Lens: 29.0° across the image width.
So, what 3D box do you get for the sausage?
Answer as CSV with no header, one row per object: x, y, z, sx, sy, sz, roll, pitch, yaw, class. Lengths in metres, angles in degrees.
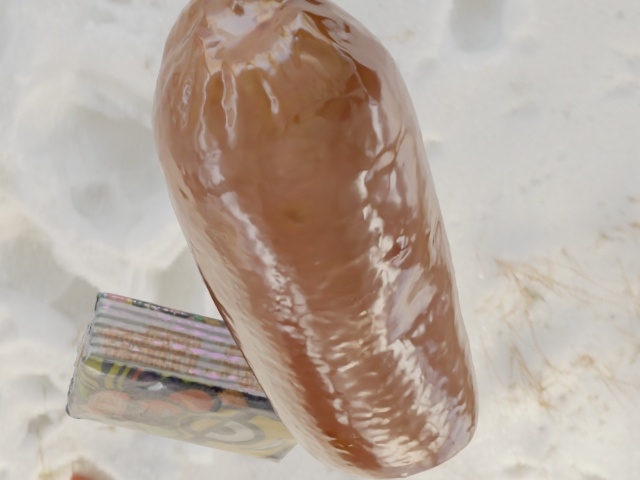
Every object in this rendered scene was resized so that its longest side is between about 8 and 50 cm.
0.000,0.000,0.534,0.114,0.113,0.259,-22,136,-1,sausage

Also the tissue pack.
-0.080,0.087,0.777,0.148,0.060,0.108,14,151,-10,tissue pack
